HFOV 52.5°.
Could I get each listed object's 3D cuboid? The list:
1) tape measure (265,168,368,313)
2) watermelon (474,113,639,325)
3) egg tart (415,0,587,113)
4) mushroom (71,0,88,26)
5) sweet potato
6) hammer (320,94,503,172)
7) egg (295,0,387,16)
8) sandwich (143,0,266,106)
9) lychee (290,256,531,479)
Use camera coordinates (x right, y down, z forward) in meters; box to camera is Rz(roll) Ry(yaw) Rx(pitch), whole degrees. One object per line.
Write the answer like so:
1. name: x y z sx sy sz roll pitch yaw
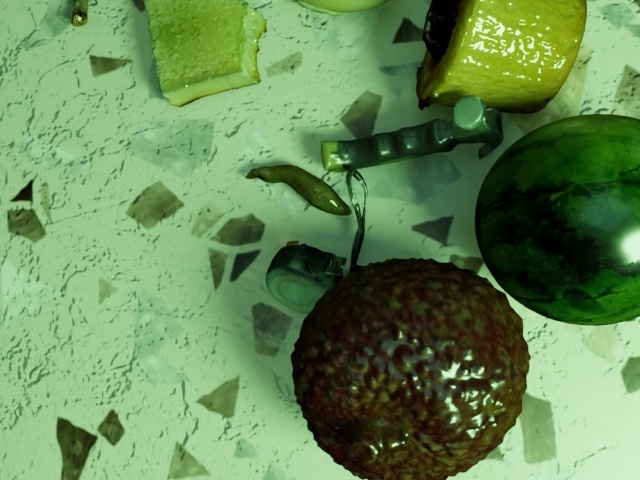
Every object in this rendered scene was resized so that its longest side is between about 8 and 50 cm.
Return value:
1. tape measure: 0.001 0.001 0.839 0.107 0.104 0.180 10 68 19
2. watermelon: 0.296 -0.023 0.720 0.242 0.242 0.242 -1 83 7
3. egg tart: 0.209 -0.246 0.783 0.171 0.215 0.215 17 85 -3
4. mushroom: -0.340 -0.373 0.922 0.088 0.073 0.129 0 85 -24
5. sweet potato: -0.025 -0.073 0.865 0.153 0.038 0.041 24 64 11
6. hammer: 0.115 -0.124 0.820 0.226 0.159 0.041 -9 80 25
7. egg: 0.023 -0.375 0.838 0.201 0.164 0.164 12 84 -2
8. sandwich: -0.158 -0.299 0.900 0.162 0.058 0.193 -15 80 3
9. lychee: 0.097 0.142 0.727 0.260 0.260 0.261 -1 83 7
